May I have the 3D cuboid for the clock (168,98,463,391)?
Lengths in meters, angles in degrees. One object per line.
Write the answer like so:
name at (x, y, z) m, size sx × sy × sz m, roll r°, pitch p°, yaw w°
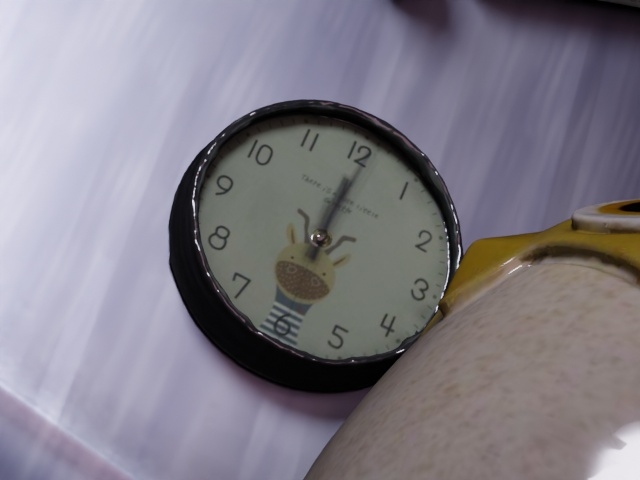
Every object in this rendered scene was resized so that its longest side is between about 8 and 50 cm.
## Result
clock at (0.000, 0.000, 1.205) m, size 0.184 × 0.040 × 0.184 m, roll 9°, pitch 65°, yaw -18°

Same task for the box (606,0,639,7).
box at (0.225, -0.244, 1.390) m, size 0.259 × 0.071 × 0.168 m, roll 6°, pitch 65°, yaw -18°

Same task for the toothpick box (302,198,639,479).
toothpick box at (0.188, 0.177, 0.991) m, size 0.409 × 0.409 × 0.425 m, roll 43°, pitch 53°, yaw 1°
